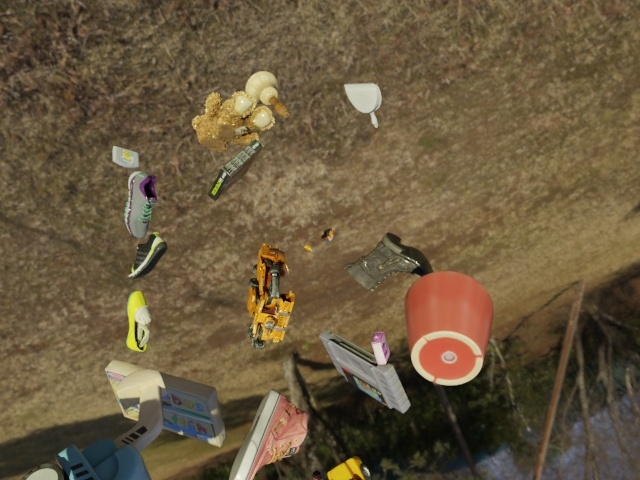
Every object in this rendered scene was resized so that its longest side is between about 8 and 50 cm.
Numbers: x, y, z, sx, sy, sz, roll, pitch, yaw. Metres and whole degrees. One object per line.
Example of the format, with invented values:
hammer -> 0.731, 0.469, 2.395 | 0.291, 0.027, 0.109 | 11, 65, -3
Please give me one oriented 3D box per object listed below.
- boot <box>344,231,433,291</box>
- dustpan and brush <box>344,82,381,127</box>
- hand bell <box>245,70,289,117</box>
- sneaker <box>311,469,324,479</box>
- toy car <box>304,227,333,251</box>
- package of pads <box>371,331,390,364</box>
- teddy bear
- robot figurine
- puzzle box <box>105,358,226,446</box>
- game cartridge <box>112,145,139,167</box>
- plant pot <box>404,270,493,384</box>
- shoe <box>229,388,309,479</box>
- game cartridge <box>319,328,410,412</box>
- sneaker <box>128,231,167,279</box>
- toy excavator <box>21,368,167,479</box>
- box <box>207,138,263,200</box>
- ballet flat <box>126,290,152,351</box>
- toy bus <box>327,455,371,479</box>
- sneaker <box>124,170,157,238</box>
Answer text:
boot -> 0.245, 0.107, 2.035 | 0.229, 0.263, 0.091 | -47, -169, 29
dustpan and brush -> 0.187, -0.529, 2.250 | 0.147, 0.211, 0.060 | 9, -139, 35
hand bell -> -0.163, -0.488, 2.006 | 0.126, 0.242, 0.126 | -17, 133, -19
sneaker -> -0.015, 0.848, 2.009 | 0.047, 0.057, 0.119 | -12, -158, 6
toy car -> 0.000, 0.000, 2.201 | 0.122, 0.041, 0.060 | -29, -155, 20
package of pads -> 0.172, 0.307, 1.628 | 0.031, 0.083, 0.050 | -4, -149, 25
teddy bear -> -0.303, -0.422, 1.991 | 0.245, 0.113, 0.338 | 17, 157, -21
robot figurine -> -0.122, 0.131, 1.384 | 0.084, 0.291, 0.211 | 11, 112, -15
puzzle box -> -0.531, 0.563, 1.979 | 0.408, 0.272, 0.052 | 10, -142, 18
game cartridge -> -0.589, -0.249, 1.733 | 0.017, 0.056, 0.083 | -21, 158, 39
plant pot -> 0.369, 0.265, 1.657 | 0.274, 0.275, 0.243 | -31, -162, 27
shoe -> -0.072, 0.312, 0.872 | 0.063, 0.081, 0.178 | -55, -174, 34
game cartridge -> 0.154, 0.470, 2.063 | 0.068, 0.230, 0.355 | -37, -146, -25
sneaker -> -0.707, 0.059, 2.312 | 0.234, 0.097, 0.084 | -45, 168, 18
toy excavator -> -0.516, 0.570, 1.463 | 0.445, 0.432, 0.223 | -30, 130, -33
box -> -0.295, -0.242, 1.972 | 0.191, 0.045, 0.184 | -49, -175, -37
ballet flat -> -0.609, 0.280, 1.939 | 0.077, 0.077, 0.231 | -23, 133, -52
toy bus -> 0.126, 0.781, 1.583 | 0.108, 0.333, 0.130 | -38, 156, 18
sneaker -> -0.570, -0.107, 1.835 | 0.098, 0.224, 0.083 | 15, -161, 36
